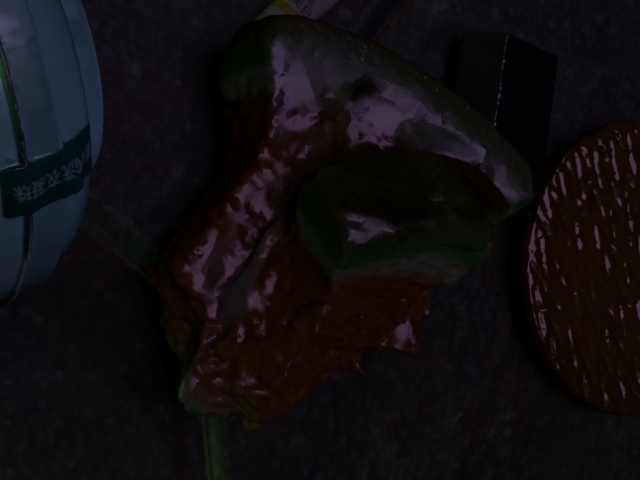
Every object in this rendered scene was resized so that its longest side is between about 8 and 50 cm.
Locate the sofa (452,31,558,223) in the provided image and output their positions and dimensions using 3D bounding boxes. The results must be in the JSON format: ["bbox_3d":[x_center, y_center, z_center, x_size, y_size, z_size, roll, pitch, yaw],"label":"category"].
[{"bbox_3d":[0.142,-0.092,1.210,0.085,0.060,0.147,12,84,-48],"label":"sofa"}]

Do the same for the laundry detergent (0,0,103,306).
[{"bbox_3d":[-0.294,-0.072,0.800,0.305,0.287,0.287,-21,101,-29],"label":"laundry detergent"}]

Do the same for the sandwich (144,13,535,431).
[{"bbox_3d":[0.000,0.000,1.034,0.250,0.162,0.301,37,80,-19],"label":"sandwich"}]

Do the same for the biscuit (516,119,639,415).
[{"bbox_3d":[0.271,0.024,1.294,0.262,0.037,0.261,0,91,-31],"label":"biscuit"}]

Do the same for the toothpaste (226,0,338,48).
[{"bbox_3d":[-0.005,-0.189,1.127,0.190,0.031,0.048,-47,107,-25],"label":"toothpaste"}]
